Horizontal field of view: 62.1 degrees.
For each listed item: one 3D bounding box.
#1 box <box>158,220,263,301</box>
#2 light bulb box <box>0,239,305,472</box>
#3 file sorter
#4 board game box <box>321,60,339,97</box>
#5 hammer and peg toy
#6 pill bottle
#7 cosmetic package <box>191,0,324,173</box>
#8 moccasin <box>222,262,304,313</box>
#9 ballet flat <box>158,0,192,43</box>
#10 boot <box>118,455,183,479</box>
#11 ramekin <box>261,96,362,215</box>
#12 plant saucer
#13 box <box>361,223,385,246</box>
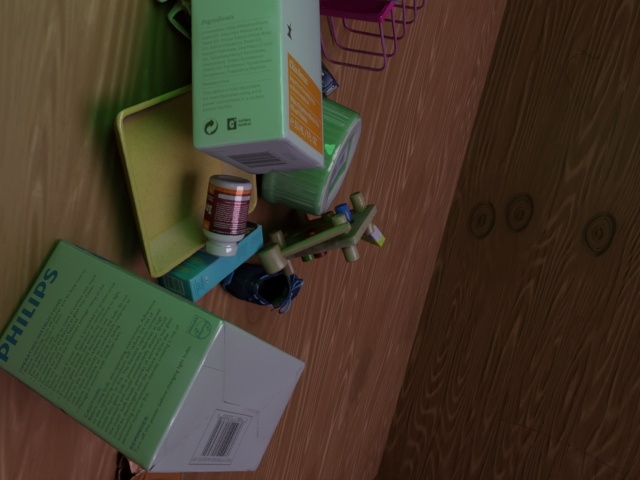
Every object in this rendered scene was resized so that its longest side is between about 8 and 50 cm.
[{"bbox_3d":[-0.239,0.033,1.182,0.244,0.100,0.060,-44,142,-45],"label":"box"},{"bbox_3d":[-0.274,0.210,0.927,0.225,0.361,0.358,-63,153,-13],"label":"light bulb box"},{"bbox_3d":[0.138,-0.611,1.394,0.291,0.202,0.182,-60,153,-24],"label":"file sorter"},{"bbox_3d":[-0.042,-0.419,1.203,0.048,0.170,0.141,-39,161,18],"label":"board game box"},{"bbox_3d":[0.000,0.000,1.381,0.127,0.266,0.361,70,24,-16],"label":"hammer and peg toy"},{"bbox_3d":[-0.189,-0.049,1.060,0.086,0.086,0.152,-17,121,-60],"label":"pill bottle"},{"bbox_3d":[-0.102,-0.363,0.932,0.230,0.161,0.453,11,76,-73],"label":"cosmetic package"},{"bbox_3d":[-0.133,0.139,1.444,0.342,0.116,0.138,8,100,-64],"label":"moccasin"},{"bbox_3d":[-0.239,-0.416,0.917,0.077,0.091,0.241,-35,144,0],"label":"ballet flat"},{"bbox_3d":[-0.399,0.541,1.237,0.152,0.073,0.197,-22,114,-59],"label":"boot"},{"bbox_3d":[-0.014,-0.208,1.318,0.303,0.148,0.303,23,90,-82],"label":"ramekin"},{"bbox_3d":[-0.262,-0.147,1.042,0.333,0.081,0.333,-42,142,-45],"label":"plant saucer"},{"bbox_3d":[0.160,-0.036,1.922,0.042,0.109,0.178,-63,154,-8],"label":"box"}]
